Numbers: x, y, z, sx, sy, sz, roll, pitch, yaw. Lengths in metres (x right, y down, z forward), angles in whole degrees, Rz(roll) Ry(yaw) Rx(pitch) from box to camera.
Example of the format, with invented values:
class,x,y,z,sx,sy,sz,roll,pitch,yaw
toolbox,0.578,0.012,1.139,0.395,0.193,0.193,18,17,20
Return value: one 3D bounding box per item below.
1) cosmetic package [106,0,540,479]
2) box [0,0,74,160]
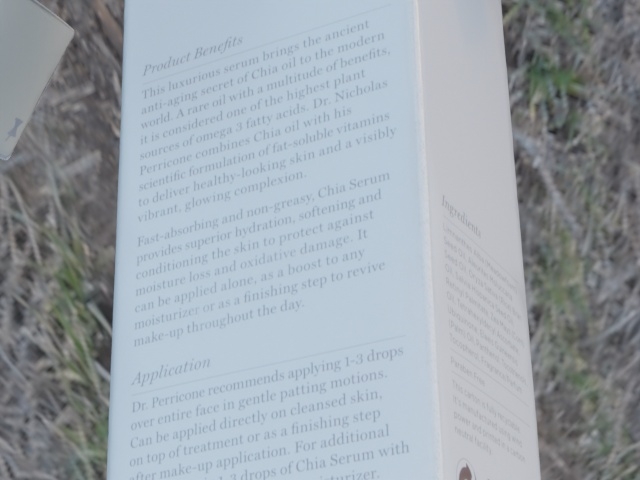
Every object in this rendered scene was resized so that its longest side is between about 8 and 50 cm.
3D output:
class,x,y,z,sx,sy,sz,roll,pitch,yaw
cosmetic package,0.000,0.000,1.057,0.230,0.161,0.453,-14,62,26
box,-0.343,-0.180,1.306,0.232,0.148,0.127,27,88,16
